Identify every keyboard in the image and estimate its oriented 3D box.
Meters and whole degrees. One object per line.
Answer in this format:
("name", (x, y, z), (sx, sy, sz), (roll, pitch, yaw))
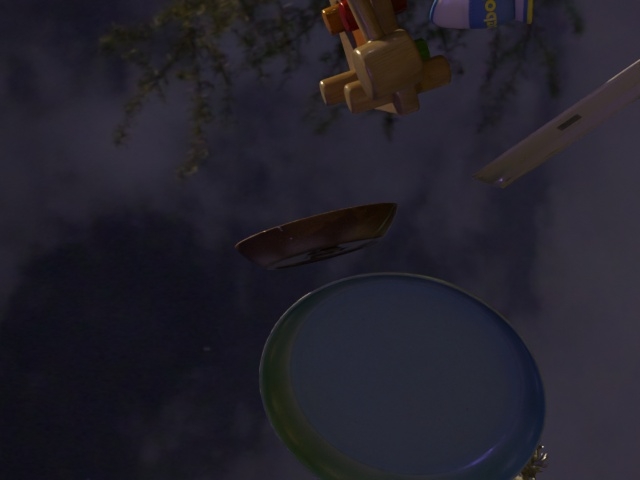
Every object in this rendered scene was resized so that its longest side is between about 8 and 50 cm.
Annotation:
("keyboard", (0.295, -0.138, 1.106), (0.072, 0.256, 0.014), (17, -136, -50))

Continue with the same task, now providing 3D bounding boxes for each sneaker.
("sneaker", (0.075, -0.179, 0.517), (0.053, 0.059, 0.144), (52, -154, -65))

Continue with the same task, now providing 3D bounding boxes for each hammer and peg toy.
("hammer and peg toy", (0.057, -0.278, 1.099), (0.127, 0.361, 0.266), (-19, -78, -5))

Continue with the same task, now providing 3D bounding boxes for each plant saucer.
("plant saucer", (0.090, 0.166, 1.051), (0.317, 0.317, 0.043), (61, -156, -19))
("plant saucer", (0.000, 0.000, 1.102), (0.198, 0.198, 0.036), (-7, -100, -44))

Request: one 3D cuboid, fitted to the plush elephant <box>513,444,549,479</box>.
("plush elephant", (0.218, 0.467, 1.493), (0.255, 0.272, 0.330), (0, -69, -34))
